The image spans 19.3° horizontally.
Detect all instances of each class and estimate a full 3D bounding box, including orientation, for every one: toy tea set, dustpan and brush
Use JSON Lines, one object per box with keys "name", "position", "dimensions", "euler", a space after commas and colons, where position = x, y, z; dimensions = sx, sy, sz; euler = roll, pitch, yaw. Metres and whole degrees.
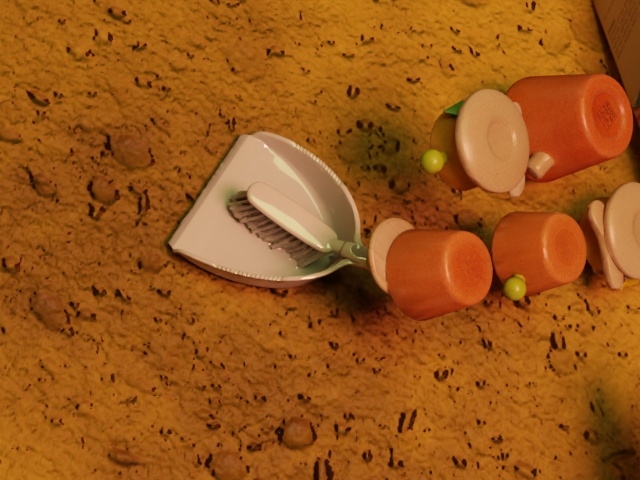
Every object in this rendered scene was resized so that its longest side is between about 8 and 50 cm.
{"name": "toy tea set", "position": [0.151, -0.036, 1.601], "dimensions": [0.336, 0.124, 0.200], "euler": [-12, 92, -44]}
{"name": "dustpan and brush", "position": [0.000, 0.000, 1.571], "dimensions": [0.211, 0.060, 0.147], "euler": [33, 58, -2]}

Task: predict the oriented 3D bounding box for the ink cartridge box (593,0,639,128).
{"name": "ink cartridge box", "position": [0.404, -0.153, 1.716], "dimensions": [0.226, 0.131, 0.306], "euler": [-2, 56, -17]}
